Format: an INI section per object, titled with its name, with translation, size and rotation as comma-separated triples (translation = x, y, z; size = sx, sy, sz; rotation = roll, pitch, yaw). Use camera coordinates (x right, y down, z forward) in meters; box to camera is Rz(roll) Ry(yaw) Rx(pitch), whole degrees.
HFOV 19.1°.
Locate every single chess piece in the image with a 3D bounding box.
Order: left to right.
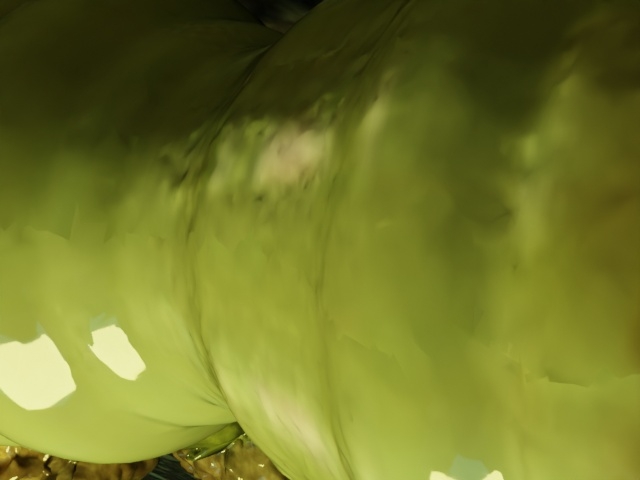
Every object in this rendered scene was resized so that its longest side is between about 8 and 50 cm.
[chess piece]
translation = 0.000, 0.000, 0.590
size = 0.442, 0.234, 0.234
rotation = 4, 155, 47

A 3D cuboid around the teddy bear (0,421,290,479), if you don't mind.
[teddy bear]
translation = -0.060, 0.082, 1.005
size = 0.222, 0.246, 0.296
rotation = 45, -169, -8
